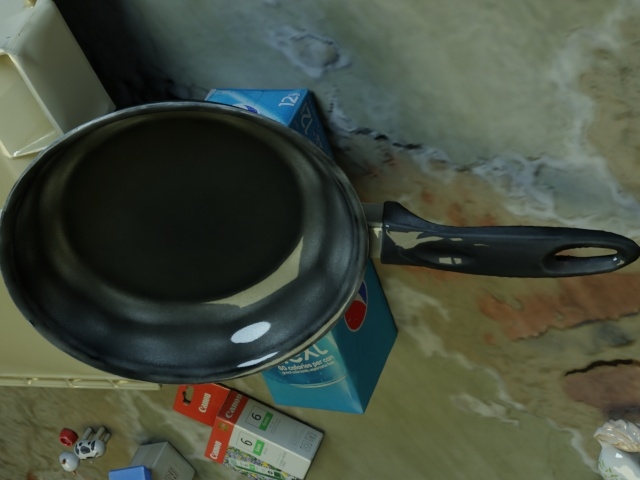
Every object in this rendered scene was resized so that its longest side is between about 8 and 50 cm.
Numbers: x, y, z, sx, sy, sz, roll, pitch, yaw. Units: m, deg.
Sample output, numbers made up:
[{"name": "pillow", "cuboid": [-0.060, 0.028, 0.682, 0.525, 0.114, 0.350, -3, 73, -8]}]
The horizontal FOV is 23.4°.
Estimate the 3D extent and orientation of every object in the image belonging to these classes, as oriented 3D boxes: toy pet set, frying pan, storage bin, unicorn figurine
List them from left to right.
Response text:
[{"name": "storage bin", "cuboid": [-0.205, -0.040, 0.956, 0.260, 0.123, 0.262, -2, 132, 32]}, {"name": "toy pet set", "cuboid": [-0.154, 0.210, 1.249, 0.114, 0.065, 0.122, -15, 126, 41]}, {"name": "frying pan", "cuboid": [-0.013, -0.020, 0.819, 0.326, 0.053, 0.197, -19, 129, 10]}, {"name": "unicorn figurine", "cuboid": [0.210, 0.172, 1.005, 0.111, 0.060, 0.162, 5, 120, 27]}]

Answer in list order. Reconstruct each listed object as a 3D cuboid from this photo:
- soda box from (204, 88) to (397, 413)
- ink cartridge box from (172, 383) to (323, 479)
[{"name": "soda box", "cuboid": [-0.018, 0.009, 0.937, 0.067, 0.071, 0.210, 2, 135, 27]}, {"name": "ink cartridge box", "cuboid": [-0.059, 0.144, 1.147, 0.115, 0.029, 0.063, 24, 142, 4]}]
